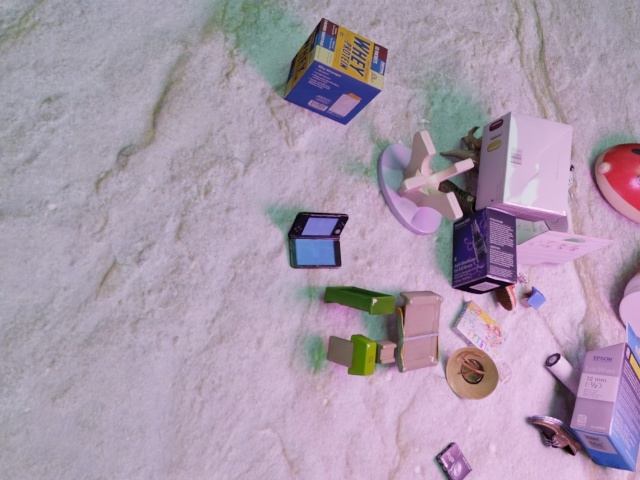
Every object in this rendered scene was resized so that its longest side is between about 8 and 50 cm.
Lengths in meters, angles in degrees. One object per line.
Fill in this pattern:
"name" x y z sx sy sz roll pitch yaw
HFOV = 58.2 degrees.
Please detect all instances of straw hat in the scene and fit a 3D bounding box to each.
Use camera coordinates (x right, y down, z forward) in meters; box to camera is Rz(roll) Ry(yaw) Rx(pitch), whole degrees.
"straw hat" 0.406 0.345 1.536 0.144 0.145 0.061 63 17 3

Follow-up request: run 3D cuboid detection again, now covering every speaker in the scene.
"speaker" 0.724 0.395 1.686 0.136 0.055 0.055 45 60 -7

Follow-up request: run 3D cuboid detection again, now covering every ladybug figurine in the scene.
"ladybug figurine" 1.171 -0.209 2.043 0.450 0.162 0.304 10 70 -24

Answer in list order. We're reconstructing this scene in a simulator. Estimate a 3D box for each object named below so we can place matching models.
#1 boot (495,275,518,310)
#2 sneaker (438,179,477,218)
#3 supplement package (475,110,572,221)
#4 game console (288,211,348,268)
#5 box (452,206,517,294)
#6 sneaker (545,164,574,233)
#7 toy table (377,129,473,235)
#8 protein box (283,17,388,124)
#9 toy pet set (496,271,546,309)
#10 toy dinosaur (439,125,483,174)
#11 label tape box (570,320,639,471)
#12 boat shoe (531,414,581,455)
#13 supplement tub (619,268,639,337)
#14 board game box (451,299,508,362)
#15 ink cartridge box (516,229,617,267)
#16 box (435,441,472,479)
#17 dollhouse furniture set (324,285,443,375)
"boot" 0.546 0.126 1.668 0.085 0.059 0.157 -4 66 -21
"sneaker" 0.421 -0.125 1.693 0.188 0.071 0.066 41 61 -10
"supplement package" 0.574 -0.203 1.631 0.204 0.145 0.261 10 81 -14
"game console" 0.000 0.000 1.438 0.144 0.124 0.085 1 47 -27
"box" 0.459 0.031 1.615 0.108 0.153 0.207 14 67 -22
"sneaker" 0.792 -0.143 1.873 0.151 0.094 0.255 -8 79 -32
"toy table" 0.282 -0.162 1.586 0.252 0.161 0.274 -33 91 -31
"protein box" 0.039 -0.440 1.528 0.200 0.201 0.135 18 66 -21
"toy pet set" 0.599 0.156 1.695 0.114 0.065 0.122 38 61 -11
"toy dinosaur" 0.522 -0.239 1.757 0.296 0.127 0.200 -6 83 -22
"label tape box" 0.840 0.440 1.652 0.249 0.115 0.347 48 54 -33
"boat shoe" 0.658 0.543 1.598 0.183 0.066 0.066 30 64 -15
"supplement tub" 1.143 0.163 1.863 0.331 0.241 0.241 -34 91 -31
"board game box" 0.447 0.256 1.608 0.154 0.026 0.103 42 61 -9
"ink cartridge box" 0.664 0.007 1.673 0.275 0.239 0.060 6 65 -25
"box" 0.338 0.566 1.458 0.067 0.018 0.083 -29 88 -31
"dollhouse furniture set" 0.162 0.222 1.457 0.302 0.151 0.197 3 93 -44
